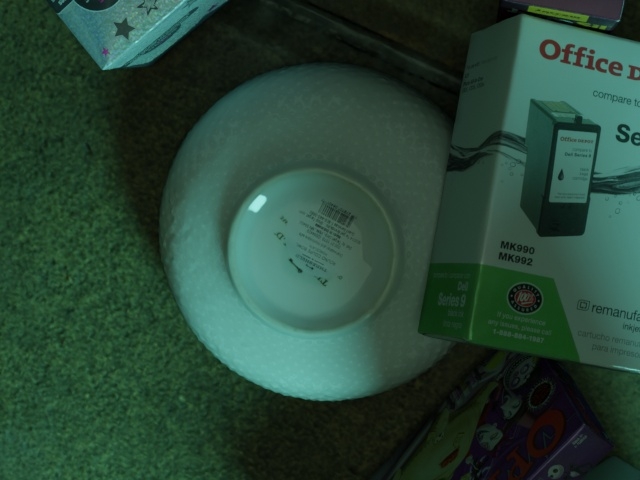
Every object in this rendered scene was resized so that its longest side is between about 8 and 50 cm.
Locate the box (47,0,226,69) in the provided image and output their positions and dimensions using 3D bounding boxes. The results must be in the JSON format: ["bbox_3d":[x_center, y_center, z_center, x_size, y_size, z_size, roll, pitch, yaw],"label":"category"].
[{"bbox_3d":[-0.130,-0.285,1.287,0.247,0.163,0.142,-39,91,13],"label":"box"}]

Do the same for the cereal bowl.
[{"bbox_3d":[0.000,0.000,1.332,0.339,0.141,0.339,2,100,8],"label":"cereal bowl"}]

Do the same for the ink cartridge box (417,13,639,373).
[{"bbox_3d":[0.224,-0.037,1.242,0.211,0.121,0.289,11,86,-15],"label":"ink cartridge box"}]

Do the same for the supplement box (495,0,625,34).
[{"bbox_3d":[0.215,-0.229,1.233,0.104,0.188,0.081,12,92,6],"label":"supplement box"}]

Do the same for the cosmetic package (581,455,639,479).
[{"bbox_3d":[0.257,0.343,1.175,0.230,0.453,0.161,-31,94,-3],"label":"cosmetic package"}]

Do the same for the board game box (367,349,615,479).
[{"bbox_3d":[0.115,0.252,1.324,0.056,0.208,0.347,36,103,-25],"label":"board game box"}]
